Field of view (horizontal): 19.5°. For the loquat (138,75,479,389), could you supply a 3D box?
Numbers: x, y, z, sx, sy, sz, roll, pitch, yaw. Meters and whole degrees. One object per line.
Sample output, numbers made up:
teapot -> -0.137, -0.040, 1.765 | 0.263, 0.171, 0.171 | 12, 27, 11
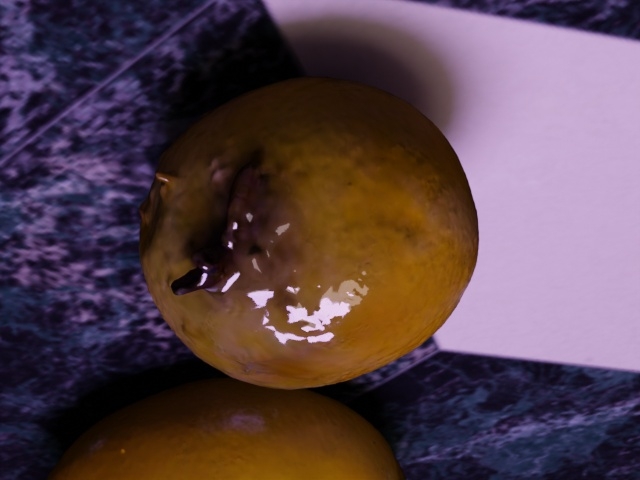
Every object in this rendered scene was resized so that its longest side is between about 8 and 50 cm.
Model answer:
loquat -> 0.000, 0.000, 0.950 | 0.172, 0.149, 0.204 | -29, 153, 26

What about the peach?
peach -> -0.062, 0.188, 1.210 | 0.251, 0.153, 0.251 | -18, 147, -12
